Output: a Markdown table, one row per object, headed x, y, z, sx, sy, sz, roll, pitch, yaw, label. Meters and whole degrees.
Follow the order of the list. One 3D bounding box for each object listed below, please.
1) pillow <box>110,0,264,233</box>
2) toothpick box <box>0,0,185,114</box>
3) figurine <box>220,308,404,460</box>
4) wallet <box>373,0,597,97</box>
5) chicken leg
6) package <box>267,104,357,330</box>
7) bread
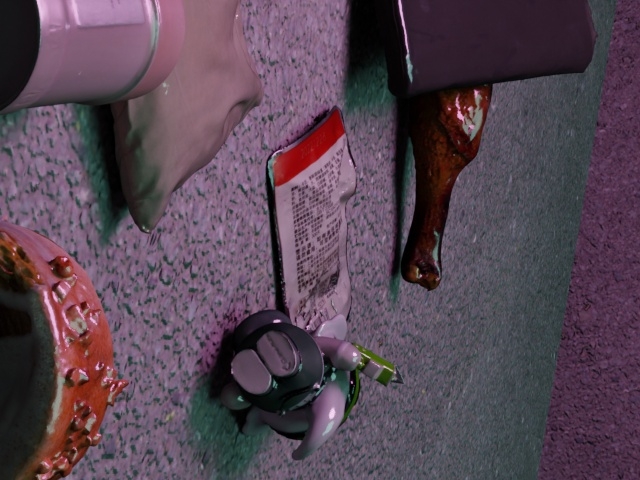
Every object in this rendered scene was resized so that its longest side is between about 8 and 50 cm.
| x | y | z | sx | sy | sz | roll | pitch | yaw | label |
| --- | --- | --- | --- | --- | --- | --- | --- | --- | --- |
| -0.099 | -0.160 | 0.895 | 0.173 | 0.067 | 0.270 | -48 | 141 | -46 | pillow |
| -0.154 | -0.123 | 0.724 | 0.149 | 0.098 | 0.098 | -24 | 120 | -65 | toothpick box |
| -0.021 | 0.126 | 1.144 | 0.147 | 0.126 | 0.192 | -44 | 162 | 1 | figurine |
| 0.184 | -0.267 | 1.393 | 0.377 | 0.051 | 0.197 | -14 | 94 | -47 | wallet |
| 0.145 | -0.144 | 1.489 | 0.158 | 0.095 | 0.407 | 43 | 57 | -85 | chicken leg |
| 0.000 | 0.000 | 1.251 | 0.154 | 0.030 | 0.239 | -47 | 140 | -53 | package |
| -0.183 | 0.065 | 0.650 | 0.073 | 0.160 | 0.160 | 17 | 82 | -74 | bread |
